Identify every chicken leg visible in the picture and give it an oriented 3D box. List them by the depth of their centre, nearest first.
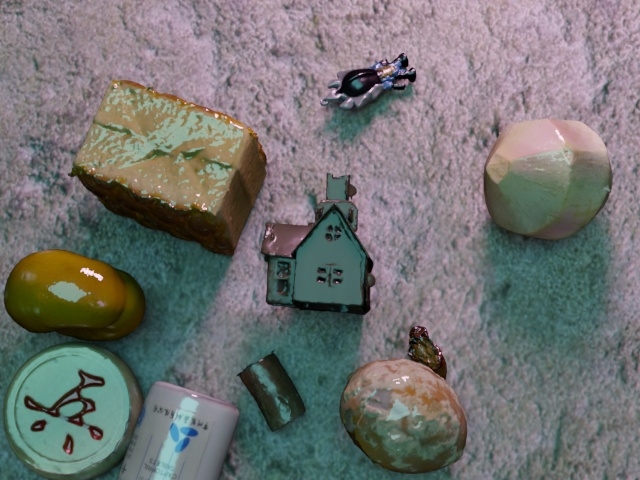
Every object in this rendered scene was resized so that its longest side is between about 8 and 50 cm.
[{"bbox_3d":[0.199,0.223,1.788,0.062,0.037,0.145,-32,75,19],"label":"chicken leg"}]

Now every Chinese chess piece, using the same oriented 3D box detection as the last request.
[{"bbox_3d":[-0.443,0.307,1.778,0.249,0.103,0.250,0,77,2],"label":"Chinese chess piece"}]

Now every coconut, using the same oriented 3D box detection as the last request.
[{"bbox_3d":[0.400,-0.110,1.767,0.236,0.237,0.197,-34,45,-4],"label":"coconut"}]

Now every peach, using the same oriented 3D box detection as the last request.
[{"bbox_3d":[-0.429,0.102,1.746,0.251,0.251,0.153,12,85,6],"label":"peach"}]

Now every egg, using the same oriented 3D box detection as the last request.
[{"bbox_3d":[0.143,0.303,1.695,0.233,0.195,0.195,35,81,-3],"label":"egg"}]

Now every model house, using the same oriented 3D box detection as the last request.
[{"bbox_3d":[0.000,0.000,1.762,0.204,0.211,0.244,4,82,3],"label":"model house"}]

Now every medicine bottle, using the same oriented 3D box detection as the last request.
[{"bbox_3d":[-0.260,0.403,1.708,0.170,0.170,0.293,16,79,7],"label":"medicine bottle"}]

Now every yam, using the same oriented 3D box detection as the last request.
[{"bbox_3d":[-0.086,0.272,1.776,0.084,0.084,0.127,-31,81,-4],"label":"yam"}]

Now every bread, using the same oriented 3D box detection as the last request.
[{"bbox_3d":[-0.261,-0.129,1.784,0.279,0.279,0.207,20,77,10],"label":"bread"}]

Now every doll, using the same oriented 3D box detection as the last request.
[{"bbox_3d":[0.088,-0.302,1.905,0.195,0.070,0.096,-23,61,-9],"label":"doll"}]
